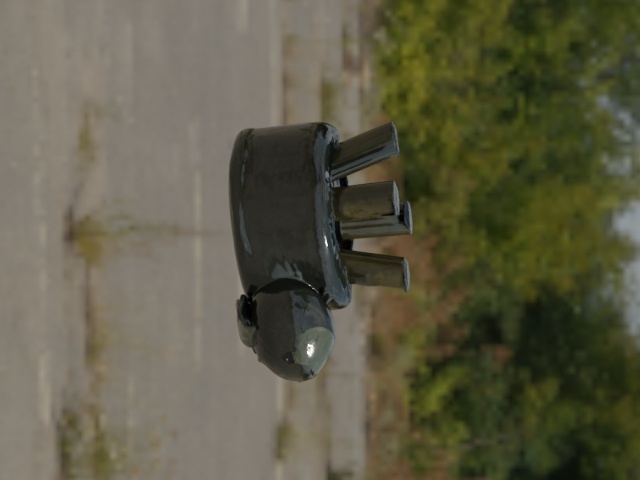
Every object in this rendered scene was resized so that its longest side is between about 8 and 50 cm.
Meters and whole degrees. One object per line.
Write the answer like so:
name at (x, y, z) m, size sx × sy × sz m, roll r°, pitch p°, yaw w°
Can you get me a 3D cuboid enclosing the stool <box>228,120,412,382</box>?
stool at (0.002, 0.003, 1.448) m, size 0.153 × 0.139 × 0.228 m, roll 45°, pitch 40°, yaw -76°
